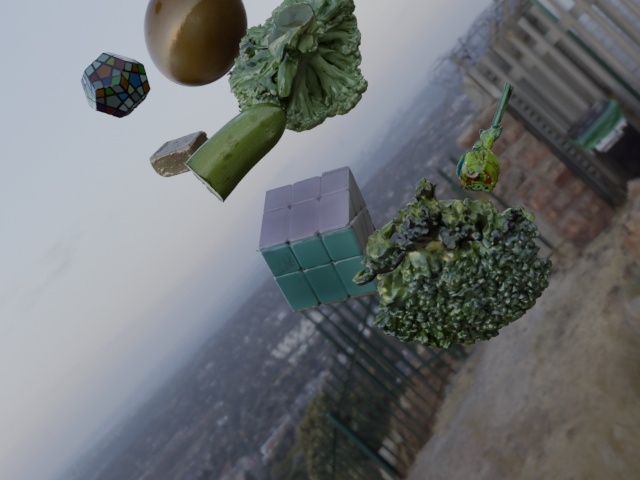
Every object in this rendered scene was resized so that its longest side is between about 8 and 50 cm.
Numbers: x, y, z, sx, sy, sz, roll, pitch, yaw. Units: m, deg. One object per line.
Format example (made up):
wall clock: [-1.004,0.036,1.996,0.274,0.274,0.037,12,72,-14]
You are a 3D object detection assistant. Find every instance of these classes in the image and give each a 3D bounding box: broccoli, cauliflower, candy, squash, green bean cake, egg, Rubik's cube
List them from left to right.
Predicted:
Rubik's cube: [-0.395,-0.300,1.527,0.112,0.133,0.133,-2,31,34]
green bean cake: [-0.424,-0.263,2.429,0.179,0.085,0.109,-13,31,32]
egg: [-0.345,-0.579,2.180,0.282,0.282,0.351,-48,-4,-40]
squash: [-0.134,-0.164,1.330,0.188,0.095,0.095,-47,1,-4]
cauliflower: [-0.048,-0.343,1.459,0.272,0.275,0.250,-16,-15,1]
Rubik's cube: [0.000,0.000,1.859,0.224,0.231,0.221,-14,41,14]
broccoli: [0.236,0.055,1.445,0.324,0.272,0.334,-27,-46,-20]
candy: [0.309,-0.194,1.436,0.077,0.073,0.262,-16,40,48]
